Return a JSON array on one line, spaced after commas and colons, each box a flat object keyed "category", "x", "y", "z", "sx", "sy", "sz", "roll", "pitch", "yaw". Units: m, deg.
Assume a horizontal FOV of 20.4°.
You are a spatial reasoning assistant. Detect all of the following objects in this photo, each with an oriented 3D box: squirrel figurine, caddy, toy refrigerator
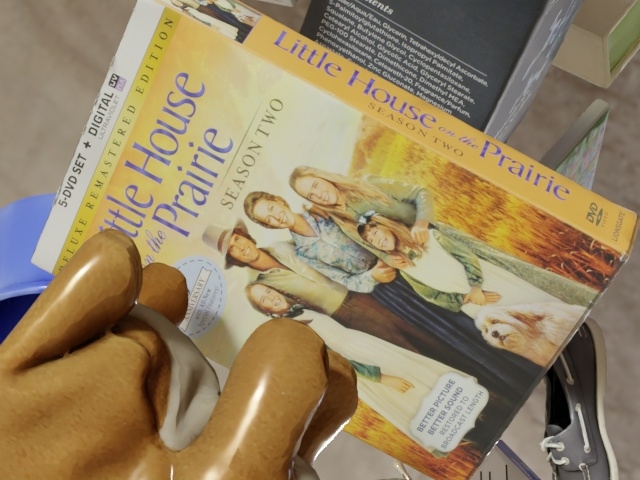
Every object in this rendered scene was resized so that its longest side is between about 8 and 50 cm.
[{"category": "squirrel figurine", "x": -0.096, "y": 0.239, "z": 1.242, "sx": 0.370, "sy": 0.397, "sz": 0.281, "roll": 38, "pitch": 170, "yaw": 5}, {"category": "caddy", "x": -0.316, "y": 0.086, "z": 2.122, "sx": 0.241, "sy": 0.179, "sz": 0.341, "roll": 19, "pitch": 149, "yaw": -34}, {"category": "toy refrigerator", "x": 0.382, "y": -0.317, "z": 2.131, "sx": 0.094, "sy": 0.269, "sz": 0.102, "roll": 29, "pitch": 156, "yaw": 27}]

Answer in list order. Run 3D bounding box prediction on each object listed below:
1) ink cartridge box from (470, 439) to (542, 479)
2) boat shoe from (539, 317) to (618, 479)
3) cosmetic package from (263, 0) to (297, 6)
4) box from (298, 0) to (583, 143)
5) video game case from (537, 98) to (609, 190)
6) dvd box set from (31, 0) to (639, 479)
[{"category": "ink cartridge box", "x": 0.147, "y": 0.315, "z": 1.867, "sx": 0.097, "sy": 0.207, "sz": 0.046, "roll": 45, "pitch": -169, "yaw": 26}, {"category": "boat shoe", "x": 0.205, "y": 0.166, "z": 1.516, "sx": 0.065, "sy": 0.206, "sz": 0.075, "roll": 4, "pitch": 168, "yaw": -29}, {"category": "cosmetic package", "x": -0.126, "y": -0.293, "z": 1.630, "sx": 0.231, "sy": 0.085, "sz": 0.117, "roll": 16, "pitch": 162, "yaw": 19}, {"category": "box", "x": 0.130, "y": -0.232, "z": 1.791, "sx": 0.212, "sy": 0.293, "sz": 0.395, "roll": 31, "pitch": 137, "yaw": 8}, {"category": "video game case", "x": 0.281, "y": -0.044, "z": 2.175, "sx": 0.023, "sy": 0.212, "sz": 0.193, "roll": 28, "pitch": 140, "yaw": 21}, {"category": "dvd box set", "x": 0.000, "y": 0.000, "z": 1.439, "sx": 0.420, "sy": 0.062, "sz": 0.307, "roll": 29, "pitch": 128, "yaw": -1}]
